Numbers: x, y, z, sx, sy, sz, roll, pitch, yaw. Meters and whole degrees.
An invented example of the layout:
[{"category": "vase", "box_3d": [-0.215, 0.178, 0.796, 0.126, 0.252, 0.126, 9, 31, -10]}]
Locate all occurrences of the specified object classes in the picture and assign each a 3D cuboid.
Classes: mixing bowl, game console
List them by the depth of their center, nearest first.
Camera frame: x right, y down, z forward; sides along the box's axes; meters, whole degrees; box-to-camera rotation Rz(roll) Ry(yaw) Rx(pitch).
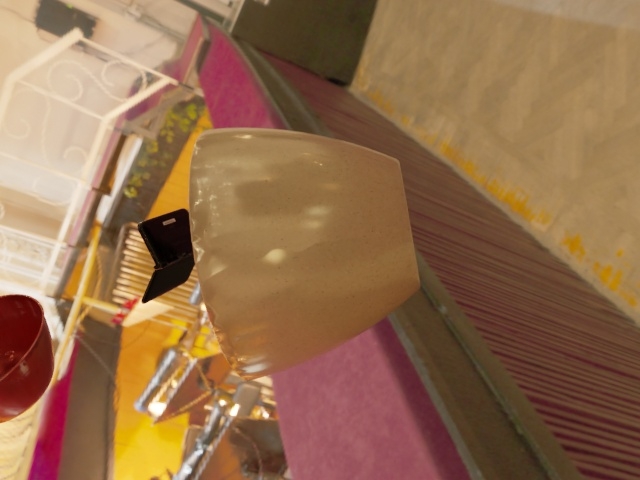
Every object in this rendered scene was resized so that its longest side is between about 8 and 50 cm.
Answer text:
[{"category": "mixing bowl", "box_3d": [-0.415, 0.167, 0.840, 0.181, 0.181, 0.098, -90, -16, -50]}, {"category": "game console", "box_3d": [-0.235, 0.021, 0.986, 0.071, 0.107, 0.122, -26, 3, 25]}]

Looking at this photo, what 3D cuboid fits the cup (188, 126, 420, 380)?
[{"category": "cup", "box_3d": [0.000, 0.000, 0.850, 0.331, 0.237, 0.331, -9, -90, -82]}]
